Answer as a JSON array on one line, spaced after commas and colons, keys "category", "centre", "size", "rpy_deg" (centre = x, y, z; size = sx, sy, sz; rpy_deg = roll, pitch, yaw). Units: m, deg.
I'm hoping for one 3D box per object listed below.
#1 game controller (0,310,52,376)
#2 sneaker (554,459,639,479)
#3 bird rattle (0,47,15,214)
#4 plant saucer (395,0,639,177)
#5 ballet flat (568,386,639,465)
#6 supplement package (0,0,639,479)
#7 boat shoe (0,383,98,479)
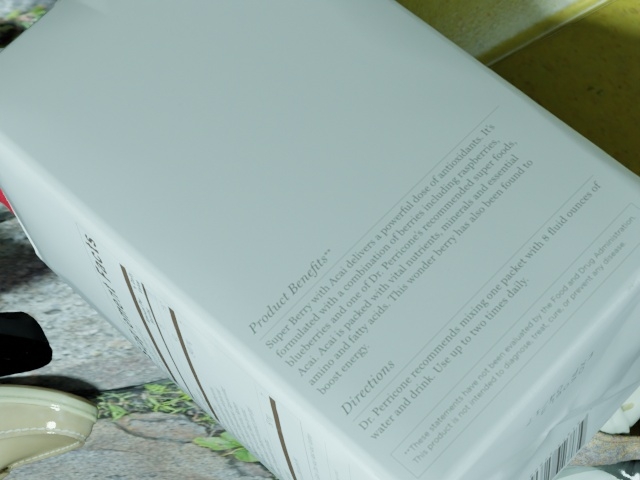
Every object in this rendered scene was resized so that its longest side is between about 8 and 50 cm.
[{"category": "game controller", "centre": [-0.324, 0.060, 0.971], "size": [0.166, 0.067, 0.319], "rpy_deg": [-2, 169, 37]}, {"category": "sneaker", "centre": [0.238, 0.263, 1.440], "size": [0.385, 0.147, 0.145], "rpy_deg": [-1, 180, 8]}, {"category": "bird rattle", "centre": [-0.268, -0.058, 0.878], "size": [0.254, 0.143, 0.207], "rpy_deg": [-3, 168, -30]}, {"category": "plant saucer", "centre": [0.218, -0.061, 0.743], "size": [0.333, 0.081, 0.333], "rpy_deg": [-27, 115, 39]}, {"category": "ballet flat", "centre": [0.265, 0.128, 1.287], "size": [0.316, 0.107, 0.106], "rpy_deg": [6, 140, -32]}, {"category": "supplement package", "centre": [0.000, 0.000, 0.738], "size": [0.177, 0.293, 0.175], "rpy_deg": [-44, 158, -15]}, {"category": "boat shoe", "centre": [-0.326, 0.199, 1.354], "size": [0.302, 0.098, 0.109], "rpy_deg": [-14, 151, 22]}]
